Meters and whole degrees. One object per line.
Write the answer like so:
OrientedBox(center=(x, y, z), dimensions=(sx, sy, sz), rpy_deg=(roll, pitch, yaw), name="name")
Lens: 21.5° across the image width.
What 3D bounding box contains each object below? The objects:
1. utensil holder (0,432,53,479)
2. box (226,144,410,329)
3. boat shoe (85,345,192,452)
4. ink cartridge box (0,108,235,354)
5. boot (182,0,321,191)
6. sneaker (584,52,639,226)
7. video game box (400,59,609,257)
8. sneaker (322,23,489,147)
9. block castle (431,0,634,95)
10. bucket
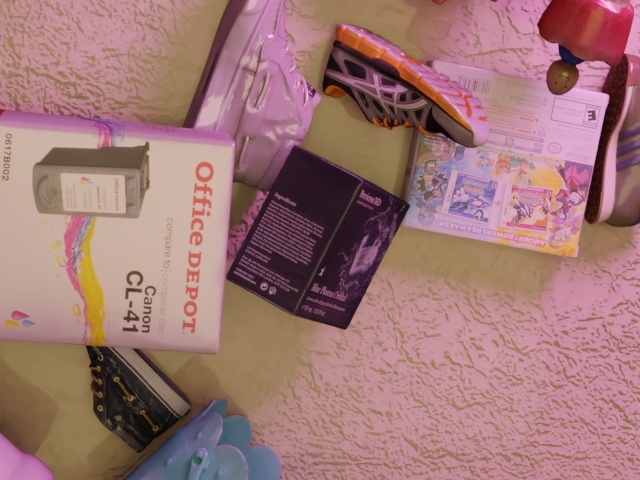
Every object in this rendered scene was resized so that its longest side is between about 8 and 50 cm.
OrientedBox(center=(-0.515, 0.225, 1.661), dimensions=(0.385, 0.327, 0.327), rpy_deg=(44, 89, -9), name="utensil holder")
OrientedBox(center=(0.000, 0.000, 1.782), dimensions=(0.093, 0.156, 0.158), rpy_deg=(28, 93, 23), name="box")
OrientedBox(center=(-0.228, 0.145, 1.822), dimensions=(0.083, 0.065, 0.183), rpy_deg=(-43, 100, 0), name="boat shoe")
OrientedBox(center=(-0.246, -0.011, 1.707), dimensions=(0.306, 0.131, 0.226), rpy_deg=(4, 97, -5), name="ink cartridge box")
OrientedBox(center=(-0.054, -0.182, 1.805), dimensions=(0.123, 0.095, 0.258), rpy_deg=(20, 102, -16), name="boot")
OrientedBox(center=(0.352, -0.107, 1.881), dimensions=(0.086, 0.064, 0.192), rpy_deg=(9, 96, -17), name="sneaker")
OrientedBox(center=(0.201, -0.089, 1.866), dimensions=(0.205, 0.048, 0.187), rpy_deg=(11, 92, -9), name="video game box")
OrientedBox(center=(0.090, -0.150, 1.797), dimensions=(0.215, 0.084, 0.083), rpy_deg=(37, 107, 30), name="sneaker")
OrientedBox(center=(0.104, -0.326, 1.658), dimensions=(0.453, 0.303, 0.213), rpy_deg=(23, 111, 3), name="block castle")
OrientedBox(center=(-0.101, 0.325, 1.767), dimensions=(0.183, 0.281, 0.281), rpy_deg=(-37, 100, 1), name="bucket")
